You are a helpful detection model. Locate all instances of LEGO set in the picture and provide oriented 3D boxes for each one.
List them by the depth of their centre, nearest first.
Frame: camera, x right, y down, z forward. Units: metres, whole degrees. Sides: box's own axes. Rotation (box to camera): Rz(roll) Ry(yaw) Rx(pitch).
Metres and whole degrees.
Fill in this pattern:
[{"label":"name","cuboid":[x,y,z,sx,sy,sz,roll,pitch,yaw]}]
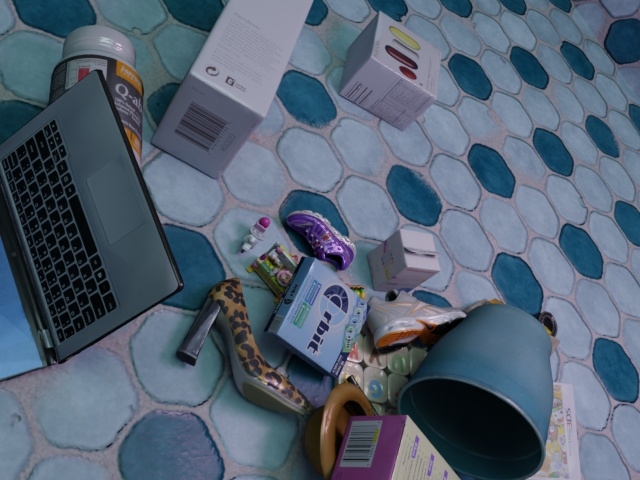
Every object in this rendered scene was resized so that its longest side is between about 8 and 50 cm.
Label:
[{"label":"LEGO set","cuboid":[-0.022,0.064,1.305,0.287,0.107,0.132,32,50,-14]}]

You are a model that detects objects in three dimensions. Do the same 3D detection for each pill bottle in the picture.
[{"label":"pill bottle","cuboid":[-0.400,-0.237,1.201,0.162,0.162,0.279,10,58,-29]}]

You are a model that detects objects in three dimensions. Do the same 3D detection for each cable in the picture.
[{"label":"cable","cuboid":[0.504,0.258,1.557,0.287,0.072,0.139,-26,75,-39]}]

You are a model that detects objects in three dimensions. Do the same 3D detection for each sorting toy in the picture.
[{"label":"sorting toy","cuboid":[0.425,0.182,1.465,0.193,0.038,0.208,30,11,22]}]

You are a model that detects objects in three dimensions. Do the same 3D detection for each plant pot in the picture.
[{"label":"plant pot","cuboid":[0.318,0.267,1.279,0.271,0.271,0.255,42,48,-5]}]

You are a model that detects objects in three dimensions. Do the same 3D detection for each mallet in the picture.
[{"label":"mallet","cuboid":[0.111,0.330,1.240,0.039,0.062,0.190,-28,85,-35]}]

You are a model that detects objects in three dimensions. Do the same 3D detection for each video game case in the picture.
[{"label":"video game case","cuboid":[0.432,0.393,1.402,0.226,0.026,0.207,8,68,-12]}]

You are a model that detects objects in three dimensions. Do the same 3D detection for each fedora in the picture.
[{"label":"fedora","cuboid":[0.028,0.347,1.167,0.194,0.079,0.194,22,62,-50]}]

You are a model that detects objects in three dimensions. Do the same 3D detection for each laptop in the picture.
[{"label":"laptop","cuboid":[-0.474,-0.012,0.959,0.236,0.407,0.382,9,54,-65]}]

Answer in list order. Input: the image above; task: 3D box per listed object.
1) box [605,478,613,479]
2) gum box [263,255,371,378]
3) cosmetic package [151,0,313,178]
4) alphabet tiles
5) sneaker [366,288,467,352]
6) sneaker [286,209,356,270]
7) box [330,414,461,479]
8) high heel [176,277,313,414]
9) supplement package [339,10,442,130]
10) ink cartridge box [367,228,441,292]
[{"label":"box","cuboid":[0.405,0.565,1.124,0.215,0.345,0.168,44,48,-4]},{"label":"gum box","cuboid":[0.000,0.144,1.237,0.184,0.041,0.157,43,64,-37]},{"label":"cosmetic package","cuboid":[-0.169,-0.377,1.397,0.161,0.230,0.453,29,51,-17]},{"label":"alphabet tiles","cuboid":[0.154,0.272,1.354,0.284,0.021,0.278,20,54,-23]},{"label":"sneaker","cuboid":[0.198,0.149,1.396,0.262,0.099,0.121,0,50,-40]},{"label":"sneaker","cuboid":[0.000,0.000,1.388,0.170,0.068,0.071,35,55,-11]},{"label":"box","cuboid":[0.123,0.443,1.102,0.243,0.117,0.214,52,42,-32]},{"label":"high heel","cuboid":[-0.101,0.183,1.188,0.261,0.093,0.186,31,53,-6]},{"label":"supplement package","cuboid":[0.181,-0.431,1.714,0.203,0.149,0.194,26,51,-20]},{"label":"ink cartridge box","cuboid":[0.182,0.042,1.429,0.092,0.143,0.090,8,59,-30]}]
